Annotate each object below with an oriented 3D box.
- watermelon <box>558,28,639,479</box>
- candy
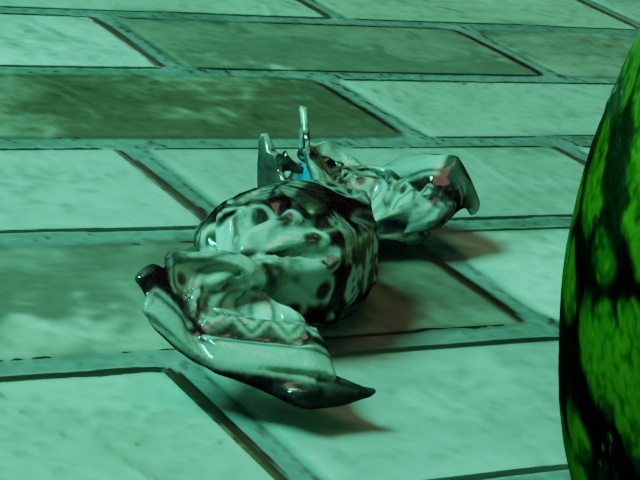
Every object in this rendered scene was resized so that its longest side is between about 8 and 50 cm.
[{"bbox_3d":[0.190,0.021,0.385,0.285,0.285,0.285,10,20,-4],"label":"watermelon"},{"bbox_3d":[0.000,0.001,0.674,0.094,0.051,0.226,19,21,12],"label":"candy"}]
